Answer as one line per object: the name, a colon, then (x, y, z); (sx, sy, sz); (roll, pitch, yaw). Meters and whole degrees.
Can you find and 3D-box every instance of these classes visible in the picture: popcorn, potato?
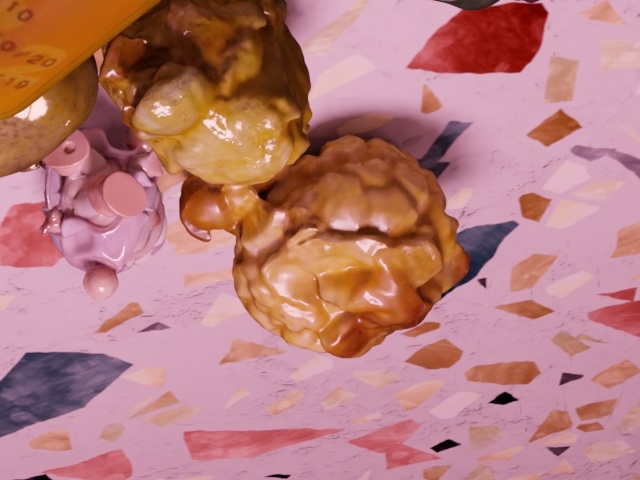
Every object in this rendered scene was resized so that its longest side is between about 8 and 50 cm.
popcorn: (-0.118, -0.154, 1.791); (0.192, 0.233, 0.266); (-23, 177, 28)
potato: (-0.336, -0.144, 1.810); (0.197, 0.148, 0.228); (39, 119, -21)
popcorn: (0.000, 0.000, 2.109); (0.332, 0.225, 0.265); (16, 134, -2)

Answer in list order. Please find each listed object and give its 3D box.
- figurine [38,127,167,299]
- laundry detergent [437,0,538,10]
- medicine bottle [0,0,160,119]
figurine: (-0.233, -0.042, 1.988); (0.133, 0.200, 0.276); (14, 166, 3)
laundry detergent: (0.140, -0.280, 1.805); (0.222, 0.078, 0.144); (14, 137, -34)
medicine bottle: (-0.207, -0.278, 1.551); (0.384, 0.224, 0.224); (-32, 143, 34)
